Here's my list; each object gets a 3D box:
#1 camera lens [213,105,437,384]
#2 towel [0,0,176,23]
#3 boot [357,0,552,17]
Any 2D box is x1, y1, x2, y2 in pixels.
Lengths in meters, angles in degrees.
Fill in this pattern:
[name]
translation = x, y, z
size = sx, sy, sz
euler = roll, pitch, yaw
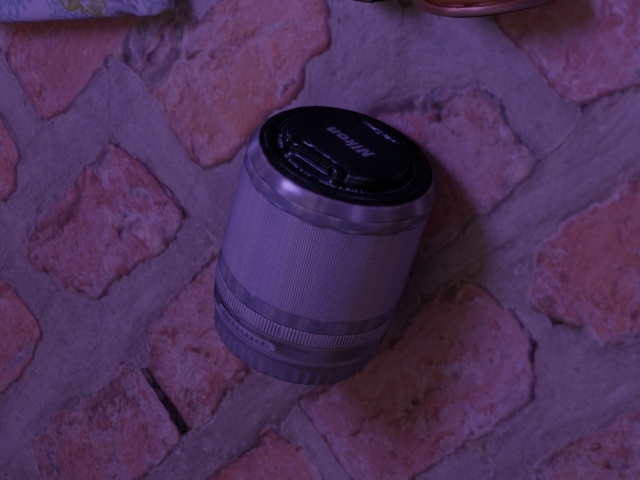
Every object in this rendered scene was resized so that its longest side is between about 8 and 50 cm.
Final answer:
[camera lens]
translation = 0.000, 0.000, 1.763
size = 0.219, 0.219, 0.274
euler = 34, 127, 24
[towel]
translation = -0.349, -0.444, 1.963
size = 0.374, 0.090, 0.321
euler = 4, 114, 39
[boot]
translation = 0.131, -0.353, 1.601
size = 0.283, 0.109, 0.220
euler = 18, 115, 42
